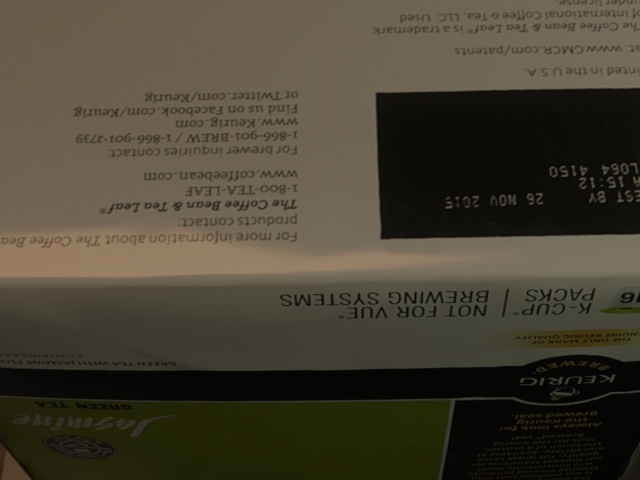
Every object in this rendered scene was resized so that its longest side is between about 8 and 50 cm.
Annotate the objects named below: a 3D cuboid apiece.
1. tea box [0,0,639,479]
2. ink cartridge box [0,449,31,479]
[{"bbox_3d":[0.000,0.000,0.633,0.329,0.323,0.219,0,60,1],"label":"tea box"},{"bbox_3d":[-0.152,0.192,0.794,0.072,0.127,0.175,-7,61,18],"label":"ink cartridge box"}]
